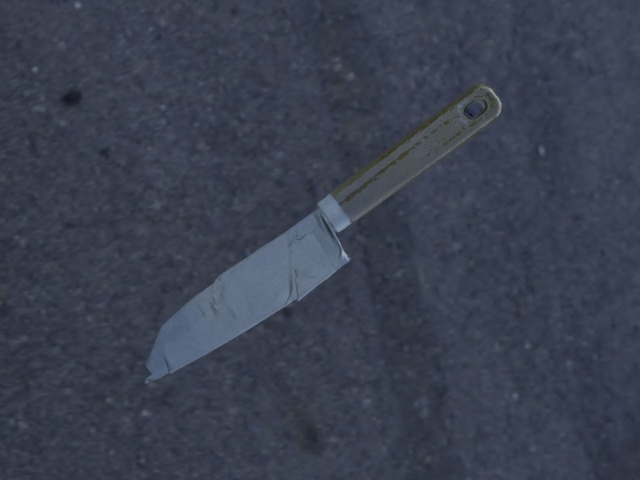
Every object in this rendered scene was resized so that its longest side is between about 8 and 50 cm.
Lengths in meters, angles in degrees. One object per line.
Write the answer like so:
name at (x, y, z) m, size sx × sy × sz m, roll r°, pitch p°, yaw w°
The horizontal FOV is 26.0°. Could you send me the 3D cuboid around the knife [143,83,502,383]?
knife at (0.000, 0.000, 0.904) m, size 0.298 × 0.017 × 0.047 m, roll -36°, pitch 97°, yaw 0°
